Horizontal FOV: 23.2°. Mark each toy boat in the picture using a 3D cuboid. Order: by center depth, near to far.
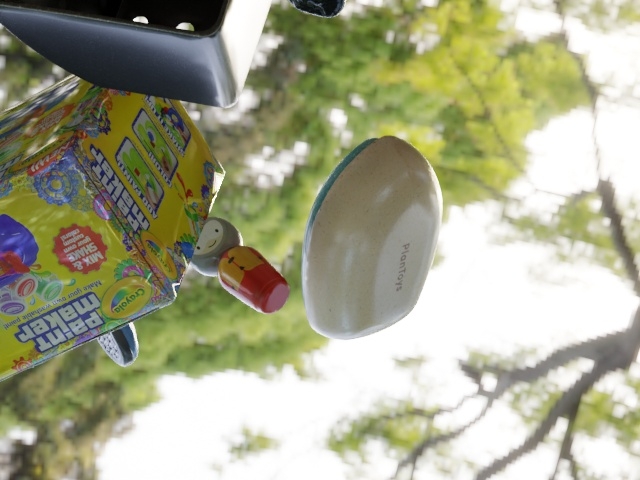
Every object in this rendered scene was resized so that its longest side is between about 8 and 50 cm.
[{"bbox_3d":[0.000,0.000,1.817,0.318,0.268,0.148,-14,-141,-39],"label":"toy boat"}]

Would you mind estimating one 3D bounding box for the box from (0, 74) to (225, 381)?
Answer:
[{"bbox_3d":[-0.277,-0.017,1.525,0.290,0.177,0.279,-25,-158,18],"label":"box"}]

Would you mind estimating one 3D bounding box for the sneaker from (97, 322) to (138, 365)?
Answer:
[{"bbox_3d":[-0.246,0.043,1.814,0.082,0.069,0.209,-19,-108,-27],"label":"sneaker"}]

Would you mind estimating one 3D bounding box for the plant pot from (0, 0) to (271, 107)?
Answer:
[{"bbox_3d":[-0.123,-0.202,1.183,0.188,0.167,0.187,11,-113,13],"label":"plant pot"}]

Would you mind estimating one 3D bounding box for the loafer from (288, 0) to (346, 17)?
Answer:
[{"bbox_3d":[-0.048,-0.299,1.700,0.170,0.062,0.061,22,-127,-5],"label":"loafer"}]
